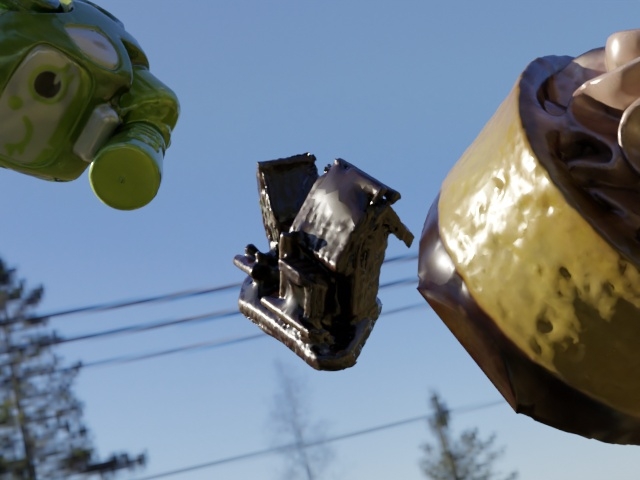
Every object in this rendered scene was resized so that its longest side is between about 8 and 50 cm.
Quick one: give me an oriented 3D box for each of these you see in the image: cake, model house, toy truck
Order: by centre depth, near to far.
[{"bbox_3d":[0.170,-0.021,0.625,0.178,0.185,0.207,-55,4,44],"label":"cake"},{"bbox_3d":[-0.193,-0.107,1.031,0.148,0.211,0.187,-58,-5,13],"label":"toy truck"},{"bbox_3d":[-0.011,0.002,1.176,0.141,0.164,0.203,-25,32,-31],"label":"model house"}]
